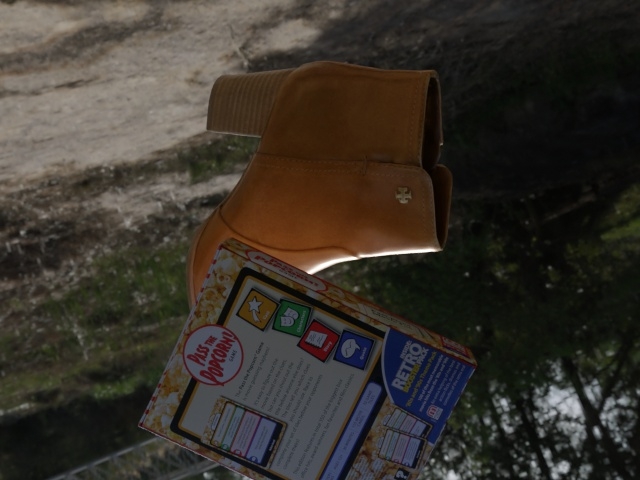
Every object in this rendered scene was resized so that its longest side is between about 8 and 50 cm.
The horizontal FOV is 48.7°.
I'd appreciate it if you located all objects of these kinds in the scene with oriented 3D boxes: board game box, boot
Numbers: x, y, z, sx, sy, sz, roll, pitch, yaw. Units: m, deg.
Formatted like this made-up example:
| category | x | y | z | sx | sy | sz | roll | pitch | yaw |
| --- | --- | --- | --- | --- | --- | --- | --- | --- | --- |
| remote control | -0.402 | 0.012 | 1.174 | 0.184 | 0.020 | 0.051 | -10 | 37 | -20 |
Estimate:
| category | x | y | z | sx | sy | sz | roll | pitch | yaw |
| --- | --- | --- | --- | --- | --- | --- | --- | --- | --- |
| board game box | -0.010 | 0.104 | 0.504 | 0.146 | 0.194 | 0.045 | -64 | 179 | 8 |
| boot | 0.001 | -0.001 | 0.600 | 0.211 | 0.294 | 0.104 | 10 | -165 | 26 |
